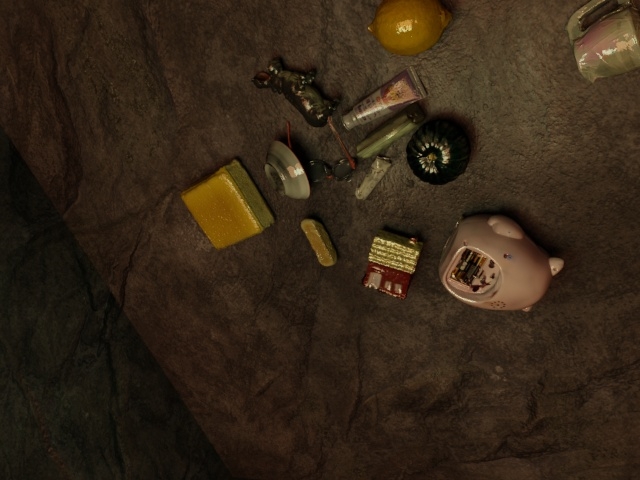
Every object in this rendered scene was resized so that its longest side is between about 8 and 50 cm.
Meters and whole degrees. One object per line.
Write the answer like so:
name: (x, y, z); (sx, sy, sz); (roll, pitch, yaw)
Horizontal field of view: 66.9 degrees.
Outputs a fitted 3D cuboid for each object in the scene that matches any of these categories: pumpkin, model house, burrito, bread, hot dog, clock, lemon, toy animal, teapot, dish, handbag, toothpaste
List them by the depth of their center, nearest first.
teapot: (0.766, -0.544, 1.305); (0.178, 0.163, 0.222); (-16, 112, 41)
lemon: (0.269, -0.656, 1.459); (0.256, 0.188, 0.188); (3, 121, 20)
pumpkin: (0.398, -0.297, 1.641); (0.220, 0.162, 0.221); (11, 115, 26)
handbag: (0.230, -0.358, 1.647); (0.256, 0.219, 0.079); (-30, 101, 38)
toothpaste: (0.211, -0.478, 1.681); (0.299, 0.073, 0.114); (-24, 97, 29)
clock: (0.623, 0.100, 1.724); (0.376, 0.250, 0.368); (26, 128, 10)
toy animal: (-0.087, -0.552, 1.754); (0.343, 0.106, 0.168); (38, 136, 8)
burrito: (0.196, -0.235, 1.845); (0.064, 0.064, 0.203); (35, 128, 2)
dish: (-0.151, -0.256, 1.900); (0.260, 0.085, 0.260); (46, 158, 25)
model house: (0.291, 0.073, 1.932); (0.196, 0.160, 0.254); (20, 125, 13)
hot dog: (0.000, 0.000, 2.079); (0.084, 0.073, 0.243); (-12, 116, 36)
bread: (-0.413, -0.152, 2.141); (0.323, 0.143, 0.333); (-19, 110, 32)

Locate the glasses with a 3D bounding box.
glasses: (-0.010, -0.323, 1.790); (0.234, 0.118, 0.268); (2, 152, 27)
